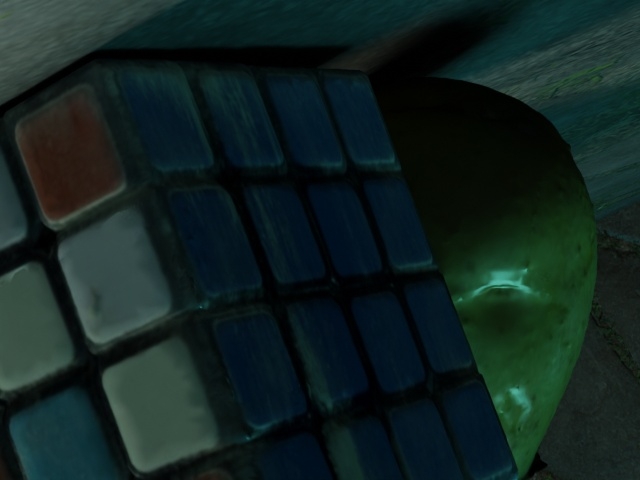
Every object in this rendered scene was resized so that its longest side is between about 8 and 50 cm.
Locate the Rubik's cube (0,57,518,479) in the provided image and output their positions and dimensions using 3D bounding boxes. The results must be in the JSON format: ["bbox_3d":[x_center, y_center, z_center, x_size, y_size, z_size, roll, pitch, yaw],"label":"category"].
[{"bbox_3d":[-0.089,0.069,0.896,0.253,0.259,0.256,-23,173,30],"label":"Rubik's cube"}]

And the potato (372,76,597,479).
[{"bbox_3d":[0.069,0.008,1.074,0.242,0.242,0.285,-23,-152,9],"label":"potato"}]
